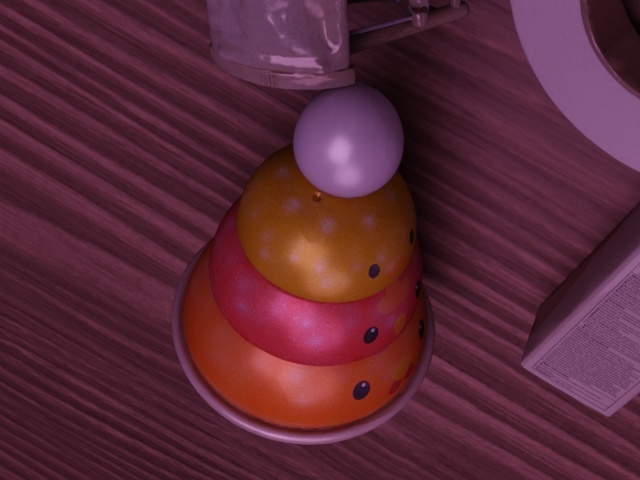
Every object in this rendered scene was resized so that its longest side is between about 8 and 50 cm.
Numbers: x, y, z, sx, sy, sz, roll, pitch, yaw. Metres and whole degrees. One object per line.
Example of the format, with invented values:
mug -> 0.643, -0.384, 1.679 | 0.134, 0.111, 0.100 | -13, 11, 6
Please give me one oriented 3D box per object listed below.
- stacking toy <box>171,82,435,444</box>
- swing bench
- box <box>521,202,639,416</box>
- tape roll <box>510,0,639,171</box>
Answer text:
stacking toy -> 0.000, 0.000, 1.248 | 0.351, 0.350, 0.480 | 23, 147, 8
swing bench -> 0.012, -0.308, 1.052 | 0.165, 0.255, 0.253 | 32, 144, 34
box -> 0.398, 0.074, 1.323 | 0.148, 0.121, 0.311 | 32, 137, -2
tape roll -> 0.358, -0.228, 1.014 | 0.392, 0.072, 0.392 | 32, 144, 28
